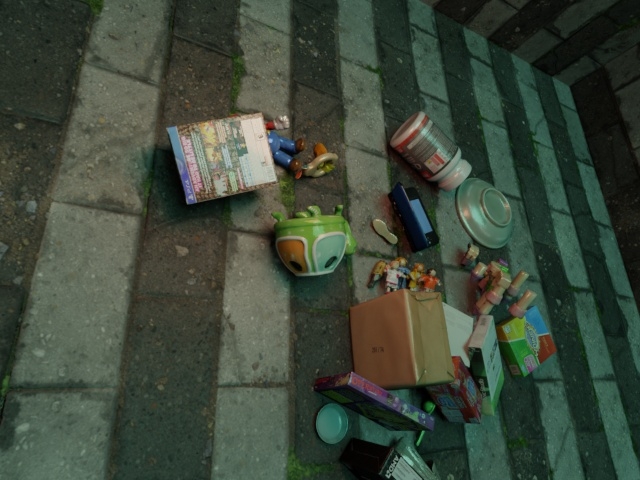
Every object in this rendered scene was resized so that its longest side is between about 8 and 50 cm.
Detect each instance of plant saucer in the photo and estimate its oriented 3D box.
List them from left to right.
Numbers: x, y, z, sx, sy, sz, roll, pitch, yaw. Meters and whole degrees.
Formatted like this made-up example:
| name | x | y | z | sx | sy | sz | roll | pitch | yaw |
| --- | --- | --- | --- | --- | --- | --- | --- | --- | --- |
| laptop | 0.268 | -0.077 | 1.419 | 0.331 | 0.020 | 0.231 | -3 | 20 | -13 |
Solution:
| name | x | y | z | sx | sy | sz | roll | pitch | yaw |
| --- | --- | --- | --- | --- | --- | --- | --- | --- | --- |
| plant saucer | 0.034 | 0.597 | 1.310 | 0.120 | 0.021 | 0.119 | 12 | 65 | -28 |
| plant saucer | 0.876 | -0.158 | 2.072 | 0.401 | 0.101 | 0.399 | 12 | 65 | -27 |

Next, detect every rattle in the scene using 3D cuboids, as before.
| name | x | y | z | sx | sy | sz | roll | pitch | yaw |
| --- | --- | --- | --- | --- | --- | --- | --- | --- | --- |
| rattle | -0.040 | -0.321 | 1.570 | 0.200 | 0.130 | 0.142 | -20 | 85 | -30 |

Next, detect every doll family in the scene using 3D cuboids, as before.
| name | x | y | z | sx | sy | sz | roll | pitch | yaw |
| --- | --- | --- | --- | --- | --- | --- | --- | --- | --- |
| doll family | 0.353 | 0.154 | 1.636 | 0.263 | 0.118 | 0.163 | 12 | 78 | -16 |

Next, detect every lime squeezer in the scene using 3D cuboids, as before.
| name | x | y | z | sx | sy | sz | roll | pitch | yaw |
| --- | --- | --- | --- | --- | --- | --- | --- | --- | --- |
| lime squeezer | 0.390 | 0.597 | 1.506 | 0.110 | 0.059 | 0.309 | 8 | 68 | -29 |

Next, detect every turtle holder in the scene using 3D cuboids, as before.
| name | x | y | z | sx | sy | sz | roll | pitch | yaw |
| --- | --- | --- | --- | --- | --- | --- | --- | --- | --- |
| turtle holder | -0.020 | 0.002 | 1.411 | 0.320 | 0.244 | 0.227 | -5 | 89 | -73 |

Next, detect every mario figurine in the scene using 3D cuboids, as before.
| name | x | y | z | sx | sy | sz | roll | pitch | yaw |
| --- | --- | --- | --- | --- | --- | --- | --- | --- | --- |
| mario figurine | -0.200 | -0.358 | 1.449 | 0.321 | 0.170 | 0.197 | 15 | 48 | -30 |

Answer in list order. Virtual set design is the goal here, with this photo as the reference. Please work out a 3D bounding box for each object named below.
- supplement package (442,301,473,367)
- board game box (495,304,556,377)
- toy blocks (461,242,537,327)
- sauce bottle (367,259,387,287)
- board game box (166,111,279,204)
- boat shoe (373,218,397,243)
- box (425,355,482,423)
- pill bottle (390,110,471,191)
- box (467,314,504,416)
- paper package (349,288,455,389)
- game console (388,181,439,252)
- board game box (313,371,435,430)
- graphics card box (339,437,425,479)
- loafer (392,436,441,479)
| name | x | y | z | sx | sy | sz | roll | pitch | yaw |
| --- | --- | --- | --- | --- | --- | --- | --- | --- | --- |
| supplement package | 0.474 | 0.376 | 1.585 | 0.194 | 0.149 | 0.203 | 28 | 59 | -20 |
| board game box | 0.968 | 0.471 | 1.901 | 0.317 | 0.064 | 0.242 | -16 | 80 | -35 |
| toy blocks | 0.738 | 0.223 | 1.792 | 0.309 | 0.259 | 0.288 | 30 | 25 | 9 |
| sauce bottle | 0.226 | 0.134 | 1.596 | 0.042 | 0.042 | 0.128 | 42 | 54 | -11 |
| board game box | -0.309 | -0.257 | 1.278 | 0.291 | 0.141 | 0.231 | -15 | 98 | -17 |
| boat shoe | 0.272 | -0.040 | 1.694 | 0.137 | 0.049 | 0.043 | 43 | 13 | -7 |
| box | 0.493 | 0.553 | 1.484 | 0.256 | 0.128 | 0.122 | 56 | 39 | -26 |
| pill bottle | 0.523 | -0.410 | 1.888 | 0.363 | 0.210 | 0.210 | 40 | 56 | -12 |
| box | 0.671 | 0.498 | 1.615 | 0.232 | 0.059 | 0.321 | -36 | 113 | -50 |
| paper package | 0.257 | 0.344 | 1.362 | 0.168 | 0.325 | 0.309 | 8 | 67 | -29 |
| game console | 0.430 | -0.112 | 1.737 | 0.250 | 0.173 | 0.292 | -17 | 81 | -35 |
| board game box | 0.173 | 0.533 | 1.306 | 0.347 | 0.208 | 0.056 | 34 | 58 | -17 |
| graphics card box | 0.255 | 0.782 | 1.242 | 0.371 | 0.233 | 0.094 | 46 | 59 | -7 |
| loafer | 0.367 | 0.811 | 1.374 | 0.319 | 0.112 | 0.111 | 46 | 63 | -7 |
